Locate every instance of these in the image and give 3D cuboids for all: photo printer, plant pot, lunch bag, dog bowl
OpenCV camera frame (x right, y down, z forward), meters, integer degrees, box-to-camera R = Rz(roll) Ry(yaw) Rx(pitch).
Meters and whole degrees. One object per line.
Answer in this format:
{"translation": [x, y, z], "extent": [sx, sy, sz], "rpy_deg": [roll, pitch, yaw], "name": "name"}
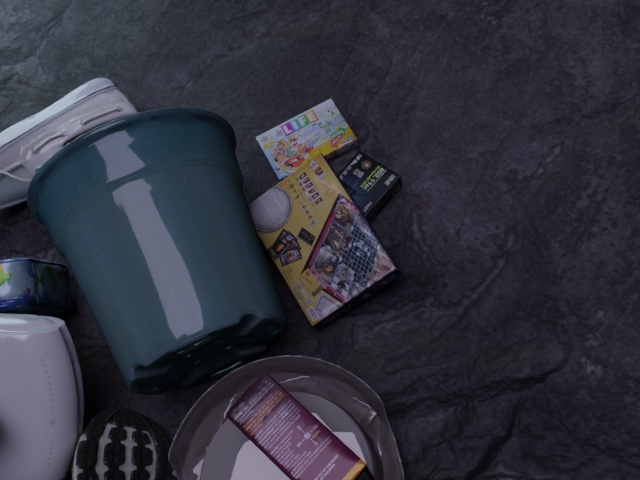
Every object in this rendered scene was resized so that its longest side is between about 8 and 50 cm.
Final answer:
{"translation": [-0.499, 0.229, 1.234], "extent": [0.308, 0.107, 0.256], "rpy_deg": [2, 101, 3], "name": "photo printer"}
{"translation": [-0.228, 0.033, 1.297], "extent": [0.341, 0.341, 0.334], "rpy_deg": [-25, 70, -2], "name": "plant pot"}
{"translation": [-0.510, 0.086, 1.366], "extent": [0.176, 0.219, 0.090], "rpy_deg": [-9, 84, 4], "name": "lunch bag"}
{"translation": [-0.043, 0.346, 1.219], "extent": [0.349, 0.102, 0.348], "rpy_deg": [-4, 64, 8], "name": "dog bowl"}

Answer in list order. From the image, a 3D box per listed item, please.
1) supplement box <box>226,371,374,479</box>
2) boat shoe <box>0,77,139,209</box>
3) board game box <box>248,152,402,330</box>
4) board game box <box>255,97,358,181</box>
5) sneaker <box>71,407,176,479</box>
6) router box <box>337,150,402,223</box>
{"translation": [-0.026, 0.275, 1.135], "extent": [0.188, 0.104, 0.081], "rpy_deg": [38, 76, 24], "name": "supplement box"}
{"translation": [-0.474, -0.134, 1.529], "extent": [0.367, 0.136, 0.156], "rpy_deg": [-38, 66, -19], "name": "boat shoe"}
{"translation": [0.000, 0.000, 1.383], "extent": [0.165, 0.042, 0.243], "rpy_deg": [-35, 67, 8], "name": "board game box"}
{"translation": [-0.024, -0.175, 1.510], "extent": [0.154, 0.026, 0.103], "rpy_deg": [-28, 62, -3], "name": "board game box"}
{"translation": [-0.314, 0.428, 1.207], "extent": [0.158, 0.182, 0.410], "rpy_deg": [24, 38, -24], "name": "sneaker"}
{"translation": [0.065, -0.081, 1.440], "extent": [0.092, 0.038, 0.122], "rpy_deg": [35, 75, 23], "name": "router box"}
